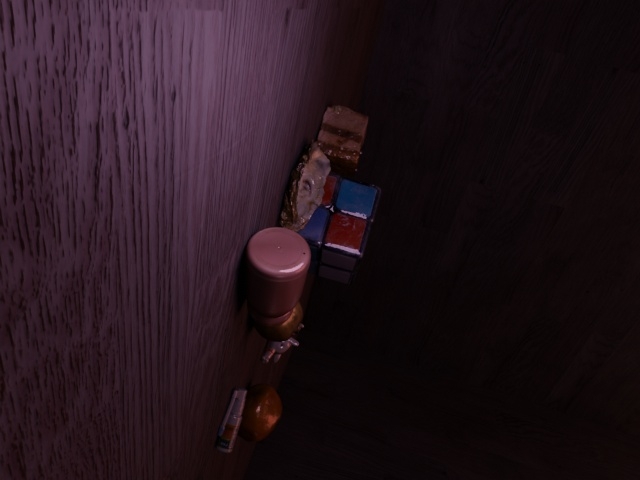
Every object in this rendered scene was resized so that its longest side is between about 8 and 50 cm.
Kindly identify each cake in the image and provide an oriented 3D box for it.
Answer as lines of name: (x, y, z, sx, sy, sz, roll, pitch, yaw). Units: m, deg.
cake: (0.099, -0.440, 1.810, 0.199, 0.196, 0.293, 80, 28, -77)

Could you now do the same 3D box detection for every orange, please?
orange: (-0.265, 0.764, 1.912, 0.249, 0.183, 0.249, 18, 90, -87)

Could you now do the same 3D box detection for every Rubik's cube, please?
Rubik's cube: (0.032, -0.049, 1.686, 0.316, 0.318, 0.313, 101, 6, -65)

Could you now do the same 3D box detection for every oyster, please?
oyster: (-0.066, -0.192, 1.469, 0.204, 0.110, 0.396, 65, 39, -57)

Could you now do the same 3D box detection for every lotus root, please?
lotus root: (-0.152, 0.253, 1.507, 0.310, 0.182, 0.183, 87, 20, -65)

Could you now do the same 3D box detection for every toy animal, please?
toy animal: (-0.186, 0.500, 2.161, 0.140, 0.138, 0.283, 58, 35, -41)

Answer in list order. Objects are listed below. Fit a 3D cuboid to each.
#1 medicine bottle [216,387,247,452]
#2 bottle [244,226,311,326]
medicine bottle: (-0.326, 0.652, 1.569, 0.092, 0.061, 0.221, 39, 66, -65)
bottle: (-0.122, 0.109, 1.228, 0.297, 0.173, 0.206, 102, 14, -45)
